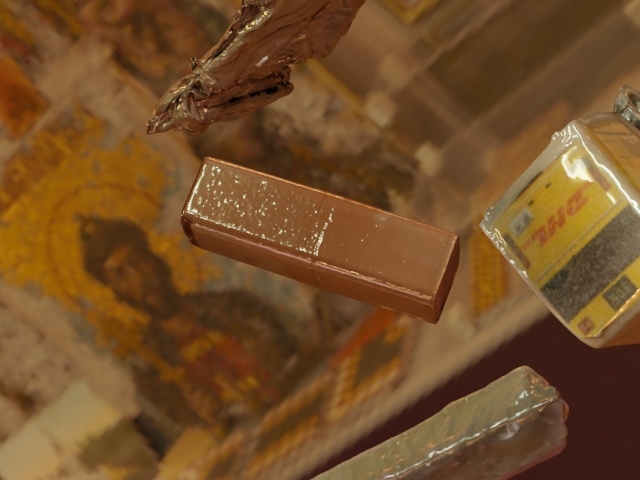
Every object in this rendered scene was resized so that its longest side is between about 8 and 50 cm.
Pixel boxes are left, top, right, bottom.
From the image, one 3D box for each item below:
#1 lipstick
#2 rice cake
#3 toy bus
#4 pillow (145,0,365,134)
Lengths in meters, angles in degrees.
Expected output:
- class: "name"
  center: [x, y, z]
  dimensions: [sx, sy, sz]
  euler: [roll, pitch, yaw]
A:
- class: "lipstick"
  center: [0.000, 0.000, 0.936]
  dimensions: [0.045, 0.145, 0.045]
  euler: [78, -148, -67]
- class: "rice cake"
  center: [0.051, 0.216, 1.511]
  dimensions: [0.399, 0.070, 0.064]
  euler: [-30, 35, 24]
- class: "toy bus"
  center: [0.232, -0.014, 1.059]
  dimensions: [0.342, 0.138, 0.097]
  euler: [-1, -44, -53]
- class: "pillow"
  center: [-0.046, -0.149, 1.407]
  dimensions: [0.135, 0.049, 0.248]
  euler: [-20, -14, -35]
